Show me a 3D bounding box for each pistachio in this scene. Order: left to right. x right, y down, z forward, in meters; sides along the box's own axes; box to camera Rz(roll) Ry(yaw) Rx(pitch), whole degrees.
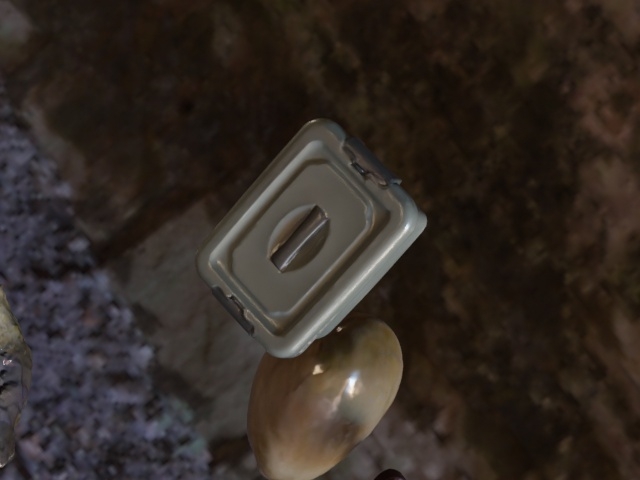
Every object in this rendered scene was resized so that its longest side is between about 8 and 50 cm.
[{"bbox_3d":[-0.003,0.139,1.257,0.126,0.185,0.108,29,19,-19],"label":"pistachio"}]

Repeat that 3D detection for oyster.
[{"bbox_3d":[-0.474,0.234,1.963,0.166,0.110,0.341,84,13,-52],"label":"oyster"}]

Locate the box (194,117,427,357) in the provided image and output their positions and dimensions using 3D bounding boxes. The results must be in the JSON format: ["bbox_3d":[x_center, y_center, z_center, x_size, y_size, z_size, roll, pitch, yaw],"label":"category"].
[{"bbox_3d":[0.000,0.000,1.115,0.124,0.172,0.093,47,15,17],"label":"box"}]

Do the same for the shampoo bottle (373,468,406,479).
[{"bbox_3d":[0.101,0.259,1.153,0.067,0.068,0.236,9,17,-24],"label":"shampoo bottle"}]
